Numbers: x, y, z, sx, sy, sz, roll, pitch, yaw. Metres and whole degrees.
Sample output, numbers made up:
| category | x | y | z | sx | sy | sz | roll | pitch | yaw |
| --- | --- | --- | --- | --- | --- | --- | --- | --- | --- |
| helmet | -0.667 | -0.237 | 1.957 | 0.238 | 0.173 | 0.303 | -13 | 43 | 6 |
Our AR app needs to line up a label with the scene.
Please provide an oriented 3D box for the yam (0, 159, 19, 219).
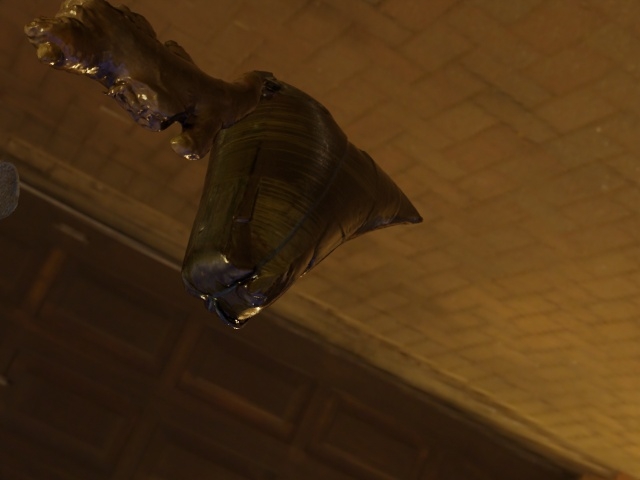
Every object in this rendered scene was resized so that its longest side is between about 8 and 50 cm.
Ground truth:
| category | x | y | z | sx | sy | sz | roll | pitch | yaw |
| --- | --- | --- | --- | --- | --- | --- | --- | --- | --- |
| yam | -0.559 | -0.100 | 1.588 | 0.259 | 0.093 | 0.093 | 15 | 162 | 25 |

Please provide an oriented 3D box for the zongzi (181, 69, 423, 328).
| category | x | y | z | sx | sy | sz | roll | pitch | yaw |
| --- | --- | --- | --- | --- | --- | --- | --- | --- | --- |
| zongzi | 0.000 | 0.000 | 1.653 | 0.432 | 0.403 | 0.208 | 34 | 136 | -29 |

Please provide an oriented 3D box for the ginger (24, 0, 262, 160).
| category | x | y | z | sx | sy | sz | roll | pitch | yaw |
| --- | --- | --- | --- | --- | --- | --- | --- | --- | --- |
| ginger | -0.197 | -0.184 | 1.233 | 0.080 | 0.166 | 0.333 | -21 | 146 | 35 |
